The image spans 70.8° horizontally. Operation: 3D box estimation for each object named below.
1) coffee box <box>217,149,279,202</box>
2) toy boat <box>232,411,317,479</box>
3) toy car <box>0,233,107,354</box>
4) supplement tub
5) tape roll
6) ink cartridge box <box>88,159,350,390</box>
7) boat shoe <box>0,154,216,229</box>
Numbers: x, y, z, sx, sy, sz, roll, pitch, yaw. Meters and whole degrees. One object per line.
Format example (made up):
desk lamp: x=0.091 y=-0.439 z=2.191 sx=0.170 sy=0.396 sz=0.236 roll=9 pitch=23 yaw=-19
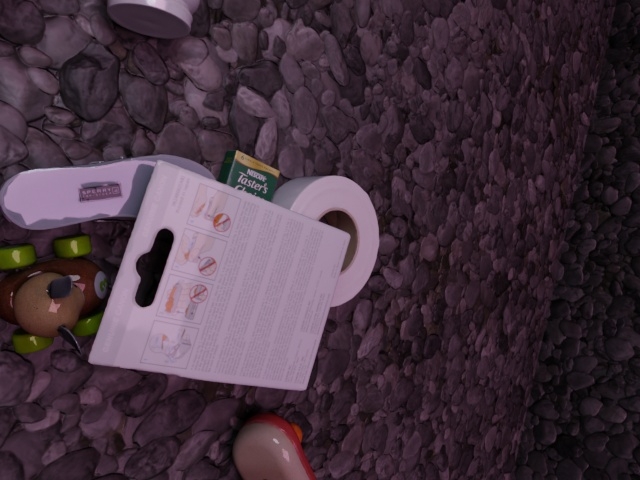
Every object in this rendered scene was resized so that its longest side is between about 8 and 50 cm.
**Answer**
coffee box: x=-0.155 y=-0.072 z=0.884 sx=0.113 sy=0.040 sz=0.184 roll=23 pitch=80 yaw=-40
toy boat: x=-0.084 y=0.456 z=0.966 sx=0.151 sy=0.150 sz=0.231 roll=-60 pitch=136 yaw=-58
toy car: x=-0.358 y=0.083 z=0.626 sx=0.148 sy=0.188 sz=0.155 roll=-14 pitch=105 yaw=-39
supplement tub: x=-0.254 y=-0.434 z=0.688 sx=0.144 sy=0.144 sz=0.200 roll=3 pitch=93 yaw=-41
tape roll: x=0.000 y=0.000 z=0.991 sx=0.286 sy=0.100 sz=0.287 roll=-7 pitch=100 yaw=-41
ink cartridge box: x=-0.149 y=0.077 z=0.766 sx=0.384 sy=0.091 sz=0.309 roll=20 pitch=85 yaw=-35
boat shoe: x=-0.318 y=-0.073 z=0.701 sx=0.306 sy=0.104 sz=0.113 roll=-16 pitch=109 yaw=-34
